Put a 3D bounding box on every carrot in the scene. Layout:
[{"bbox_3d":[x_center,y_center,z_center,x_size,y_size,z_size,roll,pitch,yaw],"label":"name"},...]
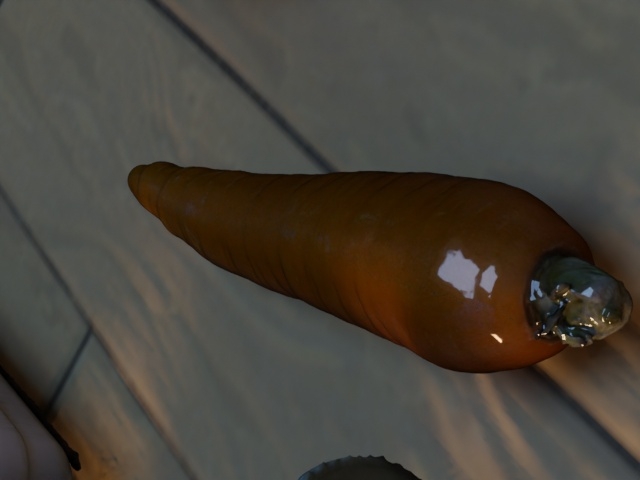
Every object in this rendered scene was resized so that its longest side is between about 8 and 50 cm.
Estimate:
[{"bbox_3d":[0.000,0.000,0.676,0.336,0.069,0.069,13,85,54],"label":"carrot"}]

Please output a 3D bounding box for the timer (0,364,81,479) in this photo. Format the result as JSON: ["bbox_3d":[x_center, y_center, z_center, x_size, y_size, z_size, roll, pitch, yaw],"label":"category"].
[{"bbox_3d":[-0.211,0.133,0.860,0.253,0.078,0.178,37,106,52],"label":"timer"}]

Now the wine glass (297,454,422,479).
[{"bbox_3d":[-0.049,0.161,0.634,0.231,0.103,0.103,-30,54,43],"label":"wine glass"}]
